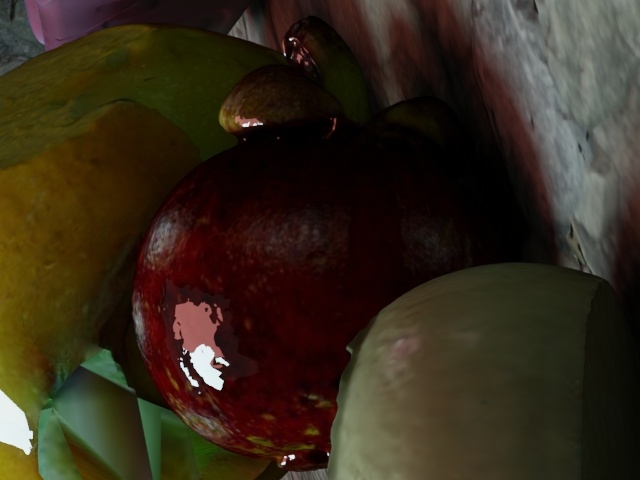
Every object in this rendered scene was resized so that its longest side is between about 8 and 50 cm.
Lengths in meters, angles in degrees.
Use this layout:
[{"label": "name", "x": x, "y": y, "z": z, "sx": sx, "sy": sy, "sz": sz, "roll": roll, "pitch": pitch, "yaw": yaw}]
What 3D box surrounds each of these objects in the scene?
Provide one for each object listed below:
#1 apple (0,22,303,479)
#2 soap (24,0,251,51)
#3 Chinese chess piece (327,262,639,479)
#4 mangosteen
[{"label": "apple", "x": -0.134, "y": 0.028, "z": 1.035, "sx": 0.374, "sy": 0.384, "sz": 0.374, "roll": 32, "pitch": -170, "yaw": -6}, {"label": "soap", "x": -0.145, "y": -0.242, "z": 1.150, "sx": 0.324, "sy": 0.193, "sz": 0.109, "roll": 102, "pitch": 146, "yaw": -67}, {"label": "Chinese chess piece", "x": 0.083, "y": 0.134, "z": 0.592, "sx": 0.250, "sy": 0.101, "sz": 0.250, "roll": -6, "pitch": -90, "yaw": -71}, {"label": "mangosteen", "x": 0.000, "y": 0.000, "z": 0.811, "sx": 0.215, "sy": 0.215, "sz": 0.257, "roll": 114, "pitch": 155, "yaw": -74}]
